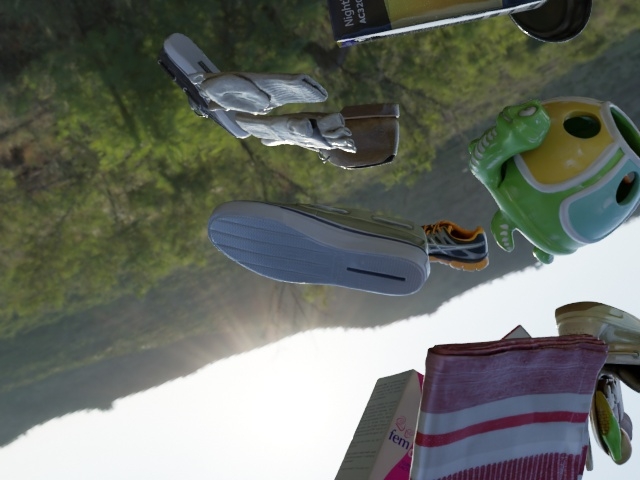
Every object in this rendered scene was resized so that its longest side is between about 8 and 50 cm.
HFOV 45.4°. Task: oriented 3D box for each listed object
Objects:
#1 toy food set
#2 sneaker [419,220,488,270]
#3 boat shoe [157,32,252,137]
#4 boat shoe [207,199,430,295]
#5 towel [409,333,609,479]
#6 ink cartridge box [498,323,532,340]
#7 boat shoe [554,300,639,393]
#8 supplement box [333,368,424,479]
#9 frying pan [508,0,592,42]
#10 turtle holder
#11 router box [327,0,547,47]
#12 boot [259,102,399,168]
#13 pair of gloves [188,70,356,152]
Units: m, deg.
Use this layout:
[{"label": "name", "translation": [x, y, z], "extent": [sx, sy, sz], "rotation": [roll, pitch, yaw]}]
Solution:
[{"label": "toy food set", "translation": [0.420, 0.250, 1.092], "extent": [0.039, 0.132, 0.192], "rotation": [-11, 174, 37]}, {"label": "sneaker", "translation": [0.229, -0.002, 1.521], "extent": [0.215, 0.083, 0.084], "rotation": [8, -150, 14]}, {"label": "boat shoe", "translation": [-0.212, -0.265, 1.380], "extent": [0.076, 0.228, 0.080], "rotation": [-41, -177, 38]}, {"label": "boat shoe", "translation": [0.000, 0.000, 1.044], "extent": [0.094, 0.303, 0.109], "rotation": [-75, 180, -50]}, {"label": "towel", "translation": [0.185, 0.260, 0.785], "extent": [0.237, 0.328, 0.037], "rotation": [0, -170, -32]}, {"label": "ink cartridge box", "translation": [0.397, 0.250, 1.638], "extent": [0.127, 0.072, 0.175], "rotation": [-40, 164, 3]}, {"label": "boat shoe", "translation": [0.456, 0.170, 1.075], "extent": [0.302, 0.098, 0.109], "rotation": [19, 152, -22]}, {"label": "supplement box", "translation": [0.100, 0.294, 1.002], "extent": [0.220, 0.111, 0.114], "rotation": [-64, -168, -26]}, {"label": "frying pan", "translation": [0.413, -0.524, 1.437], "extent": [0.197, 0.325, 0.053], "rotation": [-1, 173, -18]}, {"label": "turtle holder", "translation": [0.366, -0.128, 1.199], "extent": [0.227, 0.320, 0.243], "rotation": [-32, -153, 34]}, {"label": "router box", "translation": [0.108, -0.394, 0.855], "extent": [0.243, 0.308, 0.081], "rotation": [-10, -173, 8]}, {"label": "boot", "translation": [0.006, -0.190, 1.455], "extent": [0.306, 0.115, 0.112], "rotation": [0, -173, 31]}, {"label": "pair of gloves", "translation": [-0.067, -0.187, 1.132], "extent": [0.204, 0.042, 0.240], "rotation": [8, 168, 24]}]
